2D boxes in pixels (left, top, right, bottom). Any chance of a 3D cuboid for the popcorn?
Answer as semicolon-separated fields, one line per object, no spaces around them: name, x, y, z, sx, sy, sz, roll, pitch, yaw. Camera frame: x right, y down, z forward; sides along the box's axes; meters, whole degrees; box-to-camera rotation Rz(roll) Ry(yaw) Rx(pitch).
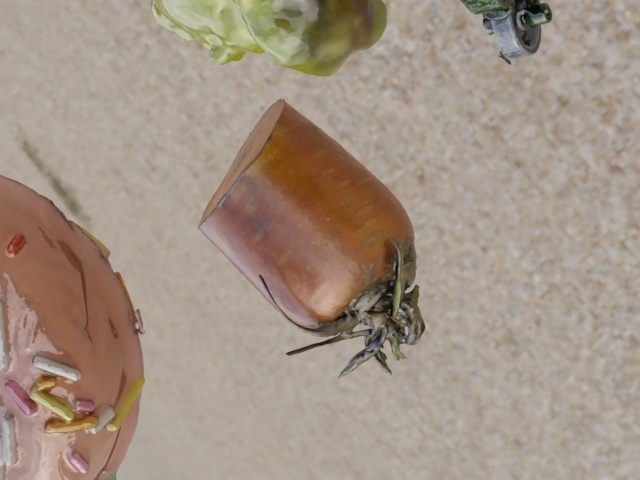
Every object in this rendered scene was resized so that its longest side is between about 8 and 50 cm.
popcorn;-0.047;-0.318;1.351;0.312;0.312;0.312;45;162;19

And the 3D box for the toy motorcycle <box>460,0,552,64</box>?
toy motorcycle;0.178;-0.266;1.171;0.205;0.127;0.275;-8;157;31

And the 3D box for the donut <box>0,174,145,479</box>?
donut;-0.194;0.076;0.727;0.085;0.199;0.233;-70;-14;-71

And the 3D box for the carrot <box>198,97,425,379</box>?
carrot;0.000;0.000;1.581;0.331;0.193;0.214;43;-156;5
